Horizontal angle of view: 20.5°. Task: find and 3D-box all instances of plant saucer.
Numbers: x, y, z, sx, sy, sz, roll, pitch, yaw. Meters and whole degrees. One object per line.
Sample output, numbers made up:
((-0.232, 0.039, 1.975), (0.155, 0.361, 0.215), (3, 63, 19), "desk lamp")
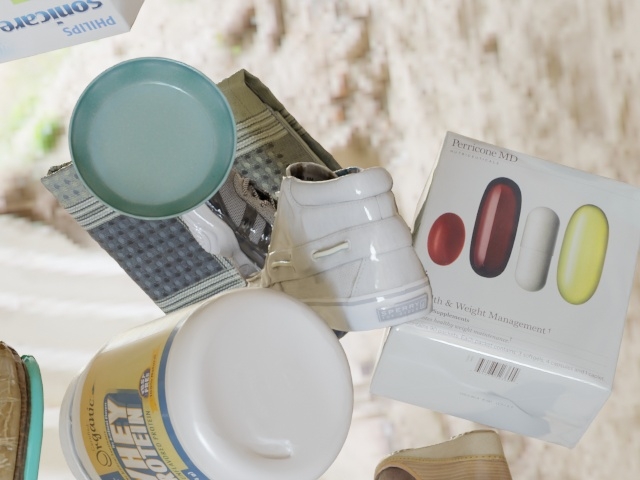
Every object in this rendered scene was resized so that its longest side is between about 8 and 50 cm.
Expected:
((-0.119, -0.071, 1.262), (0.021, 0.119, 0.119), (119, 144, -77), "plant saucer")

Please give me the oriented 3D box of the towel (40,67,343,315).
((-0.108, -0.033, 2.020), (0.312, 0.324, 0.056), (49, -145, -27), "towel")

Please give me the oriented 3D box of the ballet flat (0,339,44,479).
((-0.208, 0.211, 0.870), (0.116, 0.124, 0.342), (-121, 36, -62), "ballet flat")

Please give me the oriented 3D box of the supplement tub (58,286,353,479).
((-0.086, 0.120, 1.253), (0.200, 0.144, 0.144), (-23, 72, 52), "supplement tub")

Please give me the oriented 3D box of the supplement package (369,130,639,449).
((0.167, 0.045, 1.570), (0.149, 0.194, 0.203), (105, 180, -62), "supplement package")

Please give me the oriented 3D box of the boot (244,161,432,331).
((0.000, 0.000, 1.346), (0.258, 0.095, 0.123), (-5, 99, 63), "boot")

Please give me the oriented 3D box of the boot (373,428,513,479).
((0.121, 0.309, 1.760), (0.248, 0.090, 0.207), (141, 130, -63), "boot")

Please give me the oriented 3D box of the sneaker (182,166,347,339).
((-0.028, -0.019, 1.702), (0.268, 0.153, 0.101), (56, -165, -16), "sneaker")

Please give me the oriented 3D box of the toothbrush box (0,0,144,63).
((-0.300, -0.305, 1.568), (0.283, 0.206, 0.122), (57, -143, -37), "toothbrush box")
